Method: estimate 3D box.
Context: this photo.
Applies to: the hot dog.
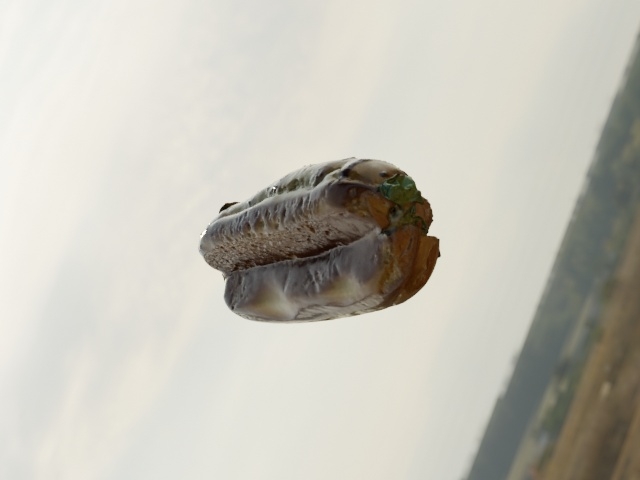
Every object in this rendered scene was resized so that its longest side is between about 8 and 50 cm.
[{"bbox_3d":[0.000,0.000,0.562,0.037,0.049,0.122,-28,9,-29],"label":"hot dog"}]
